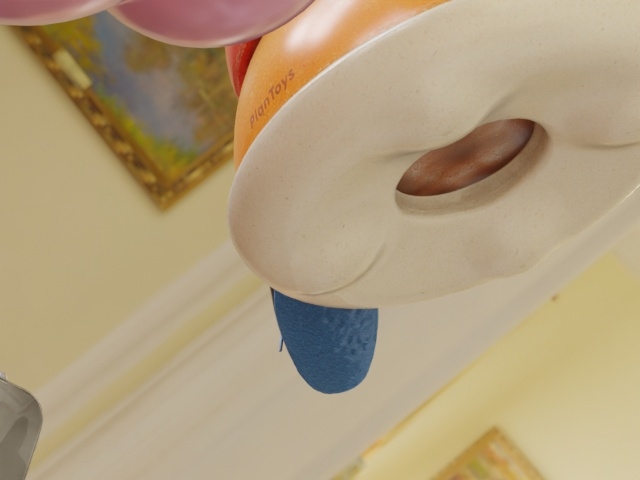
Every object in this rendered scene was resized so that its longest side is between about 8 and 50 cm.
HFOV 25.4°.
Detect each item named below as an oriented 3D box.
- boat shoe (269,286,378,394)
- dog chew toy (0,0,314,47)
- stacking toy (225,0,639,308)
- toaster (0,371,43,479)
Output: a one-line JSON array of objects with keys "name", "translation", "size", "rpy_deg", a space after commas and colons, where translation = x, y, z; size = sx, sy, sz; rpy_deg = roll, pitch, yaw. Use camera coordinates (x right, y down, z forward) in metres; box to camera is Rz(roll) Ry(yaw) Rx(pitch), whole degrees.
[{"name": "boat shoe", "translation": [0.000, 0.000, 1.225], "size": [0.089, 0.109, 0.258], "rpy_deg": [-94, 176, -80]}, {"name": "dog chew toy", "translation": [-0.114, -0.170, 0.486], "size": [0.332, 0.206, 0.206], "rpy_deg": [22, 16, -41]}, {"name": "stacking toy", "translation": [0.038, -0.220, 1.090], "size": [0.350, 0.351, 0.480], "rpy_deg": [63, 5, -63]}, {"name": "toaster", "translation": [-0.288, 0.175, 1.005], "size": [0.110, 0.185, 0.168], "rpy_deg": [24, -23, -22]}]
